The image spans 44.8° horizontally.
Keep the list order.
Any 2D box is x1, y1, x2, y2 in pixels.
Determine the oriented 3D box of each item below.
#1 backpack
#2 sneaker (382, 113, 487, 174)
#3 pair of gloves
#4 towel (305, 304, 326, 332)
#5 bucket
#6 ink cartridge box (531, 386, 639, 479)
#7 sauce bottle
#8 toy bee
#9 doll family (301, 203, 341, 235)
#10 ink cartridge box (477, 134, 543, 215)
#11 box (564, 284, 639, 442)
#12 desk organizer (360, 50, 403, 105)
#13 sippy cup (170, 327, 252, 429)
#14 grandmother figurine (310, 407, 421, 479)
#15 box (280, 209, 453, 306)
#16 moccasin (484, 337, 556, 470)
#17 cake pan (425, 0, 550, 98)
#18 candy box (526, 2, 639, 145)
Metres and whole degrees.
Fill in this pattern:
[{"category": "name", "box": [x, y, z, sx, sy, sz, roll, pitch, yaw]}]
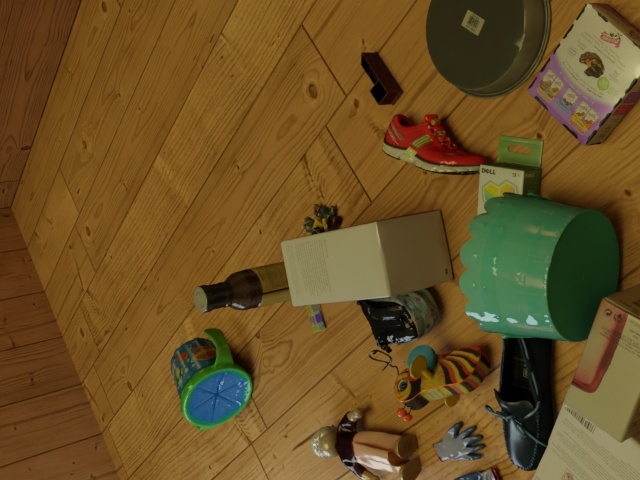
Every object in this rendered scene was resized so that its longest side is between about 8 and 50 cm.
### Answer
[{"category": "backpack", "box": [0.189, 0.175, 1.825, 0.152, 0.115, 0.182, 59, 150, -8]}, {"category": "sneaker", "box": [0.244, -0.213, 1.687, 0.279, 0.107, 0.118, 25, 108, 41]}, {"category": "pair of gloves", "box": [0.343, 0.527, 1.805, 0.159, 0.023, 0.198, -45, 64, 47]}, {"category": "towel", "box": [-0.014, 0.212, 2.159, 0.060, 0.009, 0.083, -26, 79, 48]}, {"category": "bucket", "box": [0.409, 0.053, 1.430, 0.183, 0.281, 0.281, 11, 107, 49]}, {"category": "ink cartridge box", "box": [0.533, 0.460, 1.443, 0.296, 0.066, 0.261, 48, 127, 57]}, {"category": "sauce bottle", "box": [-0.174, 0.124, 2.066, 0.111, 0.344, 0.111, 12, 106, 49]}, {"category": "toy bee", "box": [0.241, 0.332, 1.760, 0.298, 0.195, 0.162, -33, 36, 52]}, {"category": "doll family", "box": [0.000, 0.000, 2.048, 0.111, 0.076, 0.193, 29, 125, 37]}, {"category": "ink cartridge box", "box": [0.382, -0.103, 1.577, 0.109, 0.062, 0.209, 17, 111, 47]}, {"category": "box", "box": [0.555, 0.215, 1.383, 0.127, 0.148, 0.232, 34, 123, 41]}, {"category": "desk organizer", "box": [0.133, -0.379, 1.813, 0.047, 0.050, 0.130, -50, 61, 43]}, {"category": "sippy cup", "box": [-0.368, 0.436, 2.481, 0.305, 0.240, 0.224, -47, 42, 1]}, {"category": "grandmother figurine", "box": [0.103, 0.541, 2.034, 0.342, 0.104, 0.208, -9, 83, 47]}, {"category": "box", "box": [0.102, 0.045, 1.822, 0.345, 0.215, 0.168, -11, 90, 50]}, {"category": "moccasin", "box": [0.404, 0.317, 1.609, 0.138, 0.117, 0.342, 3, 101, 49]}, {"category": "cake pan", "box": [0.325, -0.435, 1.573, 0.293, 0.054, 0.293, 14, 109, 47]}, {"category": "candy box", "box": [0.494, -0.297, 1.393, 0.165, 0.070, 0.196, 54, 135, 27]}]
